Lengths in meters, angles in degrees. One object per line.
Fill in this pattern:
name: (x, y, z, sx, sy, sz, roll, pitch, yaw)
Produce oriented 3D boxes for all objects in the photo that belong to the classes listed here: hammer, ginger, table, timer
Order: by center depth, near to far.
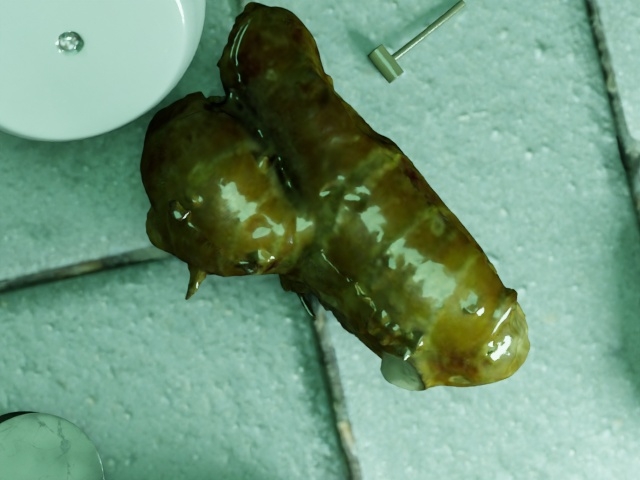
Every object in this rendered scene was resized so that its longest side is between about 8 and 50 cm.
timer: (-0.247, -0.249, 1.660, 0.285, 0.285, 0.285, 0, 86, -5)
ginger: (0.000, 0.000, 1.678, 0.254, 0.176, 0.418, -43, 86, -3)
table: (-0.269, 0.224, 1.681, 0.133, 0.043, 0.133, 1, 88, -27)
hammer: (0.098, -0.199, 1.776, 0.110, 0.019, 0.035, -39, 91, -9)
